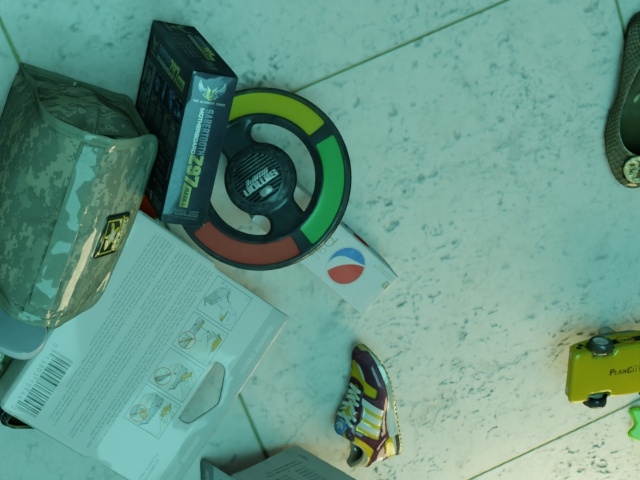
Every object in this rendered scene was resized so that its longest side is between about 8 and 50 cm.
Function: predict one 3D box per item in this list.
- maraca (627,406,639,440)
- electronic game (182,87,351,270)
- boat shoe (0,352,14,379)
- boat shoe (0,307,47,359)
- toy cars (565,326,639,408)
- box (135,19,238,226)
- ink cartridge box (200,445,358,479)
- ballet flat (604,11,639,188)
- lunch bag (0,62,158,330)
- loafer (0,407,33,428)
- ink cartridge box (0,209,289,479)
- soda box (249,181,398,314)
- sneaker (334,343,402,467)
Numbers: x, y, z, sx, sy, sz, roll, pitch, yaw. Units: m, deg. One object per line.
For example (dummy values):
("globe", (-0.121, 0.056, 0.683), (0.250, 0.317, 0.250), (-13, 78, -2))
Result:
("maraca", (0.540, 0.297, 2.284), (0.186, 0.099, 0.127), (43, 93, 0))
("electronic game", (-0.075, -0.076, 1.915), (0.229, 0.048, 0.229), (-1, 86, 9))
("boat shoe", (-0.446, 0.179, 1.936), (0.109, 0.094, 0.302), (19, 104, -23))
("boat shoe", (-0.416, 0.075, 1.856), (0.080, 0.228, 0.076), (-46, 161, -30))
("toy cars", (0.497, 0.097, 2.196), (0.394, 0.087, 0.176), (-43, 122, 0))
("box", (-0.167, -0.142, 1.812), (0.059, 0.232, 0.183), (6, 109, -21))
("ink cartridge box", (-0.036, 0.458, 2.120), (0.130, 0.272, 0.309), (-17, 119, -39))
("ballet flat", (0.436, -0.184, 2.073), (0.084, 0.058, 0.249), (-2, 112, -15))
("lunch bag", (-0.299, -0.049, 1.782), (0.169, 0.287, 0.235), (17, 105, -22))
("loafer", (-0.335, 0.219, 2.005), (0.170, 0.061, 0.062), (-9, 113, -14))
("ink cartridge box", (-0.227, 0.145, 1.968), (0.261, 0.066, 0.296), (36, 84, -25))
("soda box", (0.000, 0.000, 2.013), (0.074, 0.069, 0.216), (-46, 117, 5))
("sneaker", (0.057, 0.232, 2.124), (0.084, 0.069, 0.185), (-20, 115, -14))
